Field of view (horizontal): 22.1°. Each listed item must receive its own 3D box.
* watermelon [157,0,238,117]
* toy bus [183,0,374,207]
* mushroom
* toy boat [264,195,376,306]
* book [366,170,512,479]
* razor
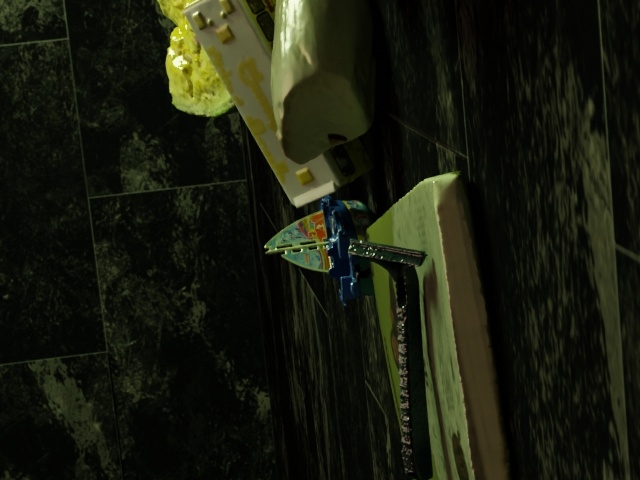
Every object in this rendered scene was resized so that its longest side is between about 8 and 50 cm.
[{"bbox_3d":[-0.093,-0.310,1.710,0.331,0.189,0.330,26,129,38],"label":"watermelon"},{"bbox_3d":[-0.036,-0.147,1.543,0.074,0.081,0.226,-39,-75,-49],"label":"toy bus"},{"bbox_3d":[0.000,-0.196,1.465,0.108,0.096,0.246,98,169,-70],"label":"mushroom"},{"bbox_3d":[0.000,0.000,1.607,0.175,0.110,0.091,-106,11,-66],"label":"toy boat"},{"bbox_3d":[0.085,0.086,1.256,0.352,0.035,0.239,137,124,-82],"label":"book"},{"bbox_3d":[0.065,0.087,1.183,0.066,0.033,0.190,9,116,38],"label":"razor"}]
